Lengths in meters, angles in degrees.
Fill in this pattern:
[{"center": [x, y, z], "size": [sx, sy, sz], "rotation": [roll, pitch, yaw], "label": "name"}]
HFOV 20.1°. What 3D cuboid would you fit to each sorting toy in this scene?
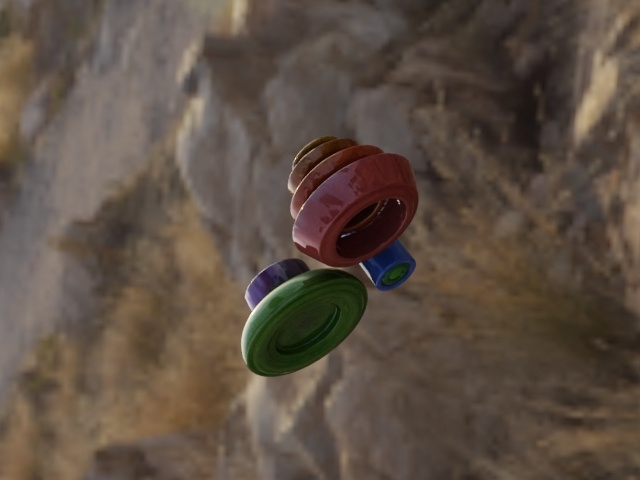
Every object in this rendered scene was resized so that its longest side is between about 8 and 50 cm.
[{"center": [0.000, 0.000, 0.643], "size": [0.042, 0.061, 0.102], "rotation": [53, 130, 30], "label": "sorting toy"}]
